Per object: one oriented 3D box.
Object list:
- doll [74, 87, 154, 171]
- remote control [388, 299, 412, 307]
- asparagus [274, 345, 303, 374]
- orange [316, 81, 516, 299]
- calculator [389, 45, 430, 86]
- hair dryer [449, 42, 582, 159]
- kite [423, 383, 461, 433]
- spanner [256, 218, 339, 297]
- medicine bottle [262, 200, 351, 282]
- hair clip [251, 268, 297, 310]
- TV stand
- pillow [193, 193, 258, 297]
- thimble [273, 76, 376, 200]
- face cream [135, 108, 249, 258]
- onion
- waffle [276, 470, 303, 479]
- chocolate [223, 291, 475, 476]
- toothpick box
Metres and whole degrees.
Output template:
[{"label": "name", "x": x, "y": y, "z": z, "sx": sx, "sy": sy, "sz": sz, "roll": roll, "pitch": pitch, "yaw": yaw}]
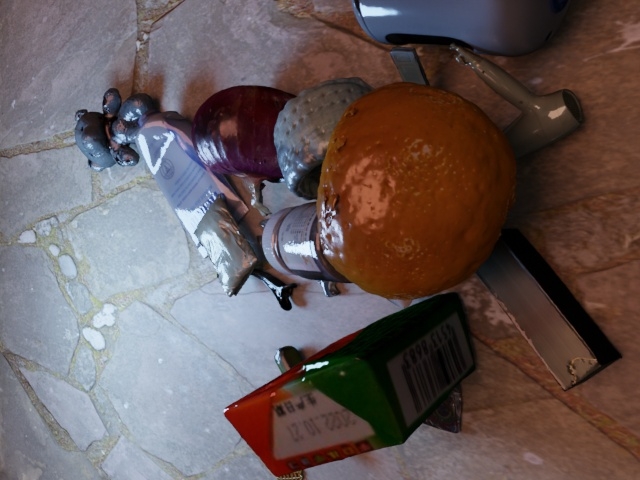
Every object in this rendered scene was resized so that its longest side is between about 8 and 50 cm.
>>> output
[{"label": "doll", "x": -0.633, "y": -0.335, "z": 1.865, "sx": 0.341, "sy": 0.158, "sz": 0.245, "roll": -9, "pitch": 98, "yaw": 40}, {"label": "remote control", "x": 0.152, "y": -0.031, "z": 1.191, "sx": 0.109, "sy": 0.055, "sz": 0.312, "roll": -155, "pitch": 68, "yaw": -76}, {"label": "asparagus", "x": -0.025, "y": 0.368, "z": 1.407, "sx": 0.067, "sy": 0.060, "sz": 0.277, "roll": -35, "pitch": 68, "yaw": 18}, {"label": "orange", "x": 0.152, "y": -0.073, "z": 0.971, "sx": 0.294, "sy": 0.340, "sz": 0.340, "roll": 12, "pitch": 102, "yaw": 10}, {"label": "calculator", "x": 0.177, "y": -0.284, "z": 1.128, "sx": 0.057, "sy": 0.172, "sz": 0.018, "roll": 19, "pitch": 63, "yaw": 43}, {"label": "hair dryer", "x": 0.277, "y": -0.225, "z": 1.012, "sx": 0.237, "sy": 0.075, "sz": 0.206, "roll": 43, "pitch": 135, "yaw": -15}, {"label": "kite", "x": 0.161, "y": 0.305, "z": 1.260, "sx": 0.286, "sy": 0.015, "sz": 0.152, "roll": -9, "pitch": 84, "yaw": 40}, {"label": "spanner", "x": -0.056, "y": 0.036, "z": 1.444, "sx": 0.302, "sy": 0.018, "sz": 0.071, "roll": 34, "pitch": 110, "yaw": 37}, {"label": "medicine bottle", "x": 0.000, "y": 0.000, "z": 1.244, "sx": 0.273, "sy": 0.165, "sz": 0.164, "roll": 1, "pitch": 93, "yaw": 61}, {"label": "hair clip", "x": -0.142, "y": 0.097, "z": 1.520, "sx": 0.230, "sy": 0.039, "sz": 0.070, "roll": 26, "pitch": 109, "yaw": 44}, {"label": "TV stand", "x": 0.360, "y": 0.105, "z": 1.011, "sx": 0.082, "sy": 0.088, "sz": 0.269, "roll": -49, "pitch": 61, "yaw": 32}, {"label": "pillow", "x": -0.243, "y": 0.013, "z": 1.559, "sx": 0.148, "sy": 0.050, "sz": 0.229, "roll": -48, "pitch": 63, "yaw": 26}, {"label": "thimble", "x": 0.032, "y": -0.198, "z": 1.213, "sx": 0.250, "sy": 0.205, "sz": 0.171, "roll": -25, "pitch": 63, "yaw": 23}, {"label": "face cream", "x": -0.363, "y": -0.181, "z": 1.675, "sx": 0.235, "sy": 0.137, "sz": 0.420, "roll": -43, "pitch": 76, "yaw": 34}, {"label": "onion", "x": -0.159, "y": -0.238, "z": 1.385, "sx": 0.256, "sy": 0.231, "sz": 0.272, "roll": -32, "pitch": 64, "yaw": 39}, {"label": "waffle", "x": -0.074, "y": 0.568, "z": 1.490, "sx": 0.078, "sy": 0.016, "sz": 0.085, "roll": 49, "pitch": 123, "yaw": 25}, {"label": "chocolate", "x": 0.072, "y": 0.255, "z": 1.111, "sx": 0.341, "sy": 0.360, "sz": 0.161, "roll": -30, "pitch": 83, "yaw": 37}, {"label": "toothpick box", "x": 0.245, "y": -0.432, "z": 0.983, "sx": 0.355, "sy": 0.263, "sz": 0.262, "roll": 23, "pitch": 108, "yaw": 38}]
